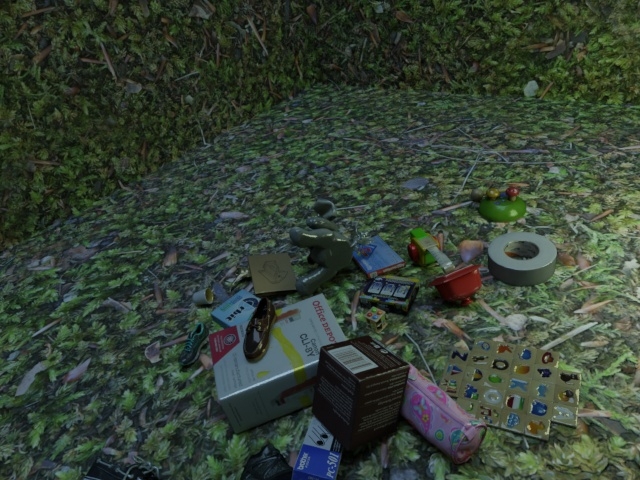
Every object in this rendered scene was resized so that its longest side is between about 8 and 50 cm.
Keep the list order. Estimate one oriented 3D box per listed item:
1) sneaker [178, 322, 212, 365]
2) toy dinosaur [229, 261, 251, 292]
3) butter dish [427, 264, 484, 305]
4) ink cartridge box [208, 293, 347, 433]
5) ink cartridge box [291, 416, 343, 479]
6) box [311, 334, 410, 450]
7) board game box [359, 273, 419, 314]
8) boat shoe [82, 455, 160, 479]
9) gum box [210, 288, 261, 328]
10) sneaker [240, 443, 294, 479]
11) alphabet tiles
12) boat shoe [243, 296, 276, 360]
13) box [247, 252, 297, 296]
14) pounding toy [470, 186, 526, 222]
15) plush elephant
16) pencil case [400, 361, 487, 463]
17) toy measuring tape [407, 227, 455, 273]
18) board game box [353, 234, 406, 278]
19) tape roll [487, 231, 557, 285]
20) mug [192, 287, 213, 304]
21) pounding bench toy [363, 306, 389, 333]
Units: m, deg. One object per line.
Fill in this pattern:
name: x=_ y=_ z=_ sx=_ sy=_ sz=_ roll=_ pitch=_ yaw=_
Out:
sneaker: x=-0.433 y=0.344 z=1.630 sx=0.065 sy=0.076 sz=0.166 roll=1 pitch=36 yaw=22
toy dinosaur: x=-0.308 y=0.128 z=1.925 sx=0.183 sy=0.053 sz=0.092 roll=-32 pitch=39 yaw=-25
butter dish: x=0.455 y=0.155 z=1.573 sx=0.160 sy=0.118 sz=0.160 roll=-22 pitch=-7 yaw=-9
ink cartridge box: x=-0.112 y=0.349 z=1.434 sx=0.384 sy=0.160 sz=0.279 roll=-19 pitch=33 yaw=-8
ink cartridge box: x=0.002 y=0.515 z=1.171 sx=0.097 sy=0.046 sz=0.207 roll=11 pitch=15 yaw=9
box: x=0.098 y=0.379 z=1.231 sx=0.167 sy=0.203 sz=0.168 roll=-6 pitch=22 yaw=-35
board game box: x=0.237 y=0.181 z=1.661 sx=0.170 sy=0.048 sz=0.141 roll=7 pitch=37 yaw=29
boat shoe: x=-0.466 y=0.610 z=1.222 sx=0.306 sy=0.113 sz=0.105 roll=-5 pitch=48 yaw=29
gum box: x=-0.277 y=0.261 z=1.729 sx=0.184 sy=0.041 sz=0.157 roll=22 pitch=47 yaw=40
sneaker: x=-0.086 y=0.561 z=1.181 sx=0.227 sy=0.087 sz=0.130 roll=-9 pitch=40 yaw=17
alphabet tiles: x=0.505 y=0.386 z=1.302 sx=0.342 sy=0.011 sz=0.285 roll=7 pitch=38 yaw=28
boat shoe: x=-0.181 y=0.250 z=1.395 sx=0.073 sy=0.073 sz=0.207 roll=-6 pitch=34 yaw=12
box: x=-0.183 y=0.126 z=1.843 sx=0.164 sy=0.021 sz=0.201 roll=-5 pitch=42 yaw=-15
pounding toy: x=0.726 y=-0.180 z=1.963 sx=0.183 sy=0.110 sz=0.237 roll=-13 pitch=34 yaw=0
plush elephant: x=0.000 y=0.000 z=1.825 sx=0.330 sy=0.272 sz=0.255 roll=-22 pitch=28 yaw=-18
pencil case: x=0.276 y=0.425 z=1.226 sx=0.124 sy=0.124 sz=0.284 roll=-29 pitch=37 yaw=-22
toy measuring tape: x=0.392 y=0.060 z=1.715 sx=0.121 sy=0.121 sz=0.330 roll=-17 pitch=28 yaw=-5
board game box: x=0.202 y=0.057 z=1.828 sx=0.145 sy=0.027 sz=0.281 roll=-17 pitch=23 yaw=-7
tape roll: x=0.688 y=0.060 z=1.659 sx=0.219 sy=0.072 sz=0.219 roll=-9 pitch=33 yaw=6
mug: x=-0.449 y=0.220 z=1.849 sx=0.064 sy=0.078 sz=0.062 roll=-14 pitch=65 yaw=14
pounding bench toy: x=0.188 y=0.247 z=1.566 sx=0.052 sy=0.065 sz=0.083 roll=19 pitch=45 yaw=39
